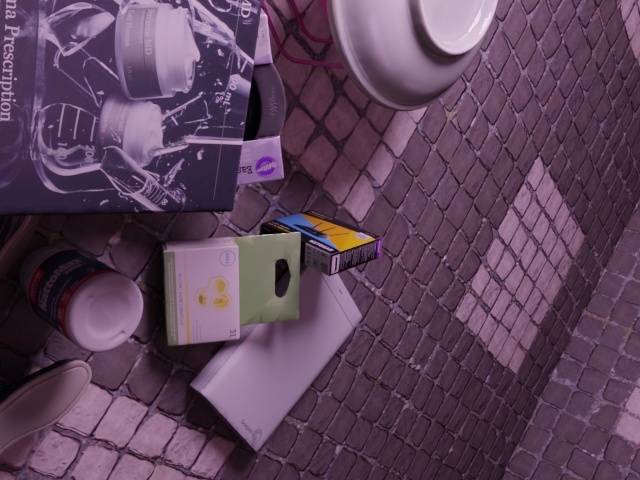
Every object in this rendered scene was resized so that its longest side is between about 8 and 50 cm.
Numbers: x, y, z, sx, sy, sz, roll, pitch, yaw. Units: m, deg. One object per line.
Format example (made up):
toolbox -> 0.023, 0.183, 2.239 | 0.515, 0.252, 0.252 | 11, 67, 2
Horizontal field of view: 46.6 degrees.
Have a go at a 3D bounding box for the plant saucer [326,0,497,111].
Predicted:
plant saucer -> 0.179, -0.396, 1.144 | 0.400, 0.100, 0.401 | -19, 117, -42

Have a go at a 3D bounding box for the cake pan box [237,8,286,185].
cake pan box -> -0.184, -0.189, 1.050 | 0.266, 0.070, 0.246 | -8, 119, -9

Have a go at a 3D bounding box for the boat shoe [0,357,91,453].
boat shoe -> -0.442, 0.245, 1.039 | 0.254, 0.079, 0.095 | -41, 134, -25

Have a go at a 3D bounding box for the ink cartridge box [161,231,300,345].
ink cartridge box -> -0.142, 0.079, 1.236 | 0.234, 0.056, 0.171 | -3, 110, -15

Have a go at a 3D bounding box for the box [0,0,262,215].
box -> -0.247, -0.215, 0.825 | 0.312, 0.179, 0.344 | -4, 112, -38

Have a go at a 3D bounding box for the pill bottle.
pill bottle -> -0.332, 0.071, 1.006 | 0.107, 0.180, 0.108 | -20, 120, -41

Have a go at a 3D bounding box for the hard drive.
hard drive -> -0.072, 0.210, 1.443 | 0.353, 0.047, 0.233 | -49, 135, -20

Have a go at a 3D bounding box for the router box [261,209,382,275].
router box -> 0.000, 0.000, 1.333 | 0.133, 0.178, 0.046 | -18, 120, -43

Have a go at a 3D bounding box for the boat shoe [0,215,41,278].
boat shoe -> -0.414, -0.031, 0.985 | 0.064, 0.075, 0.206 | 30, 88, -5

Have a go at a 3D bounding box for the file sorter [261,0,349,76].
file sorter -> 0.052, -0.438, 1.204 | 0.291, 0.182, 0.202 | -46, 133, -25
